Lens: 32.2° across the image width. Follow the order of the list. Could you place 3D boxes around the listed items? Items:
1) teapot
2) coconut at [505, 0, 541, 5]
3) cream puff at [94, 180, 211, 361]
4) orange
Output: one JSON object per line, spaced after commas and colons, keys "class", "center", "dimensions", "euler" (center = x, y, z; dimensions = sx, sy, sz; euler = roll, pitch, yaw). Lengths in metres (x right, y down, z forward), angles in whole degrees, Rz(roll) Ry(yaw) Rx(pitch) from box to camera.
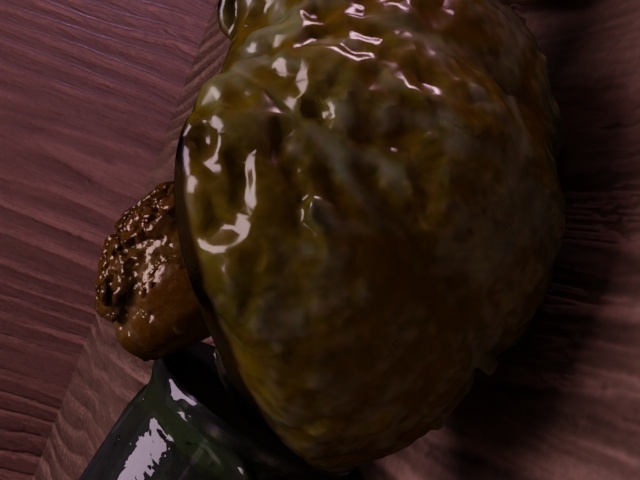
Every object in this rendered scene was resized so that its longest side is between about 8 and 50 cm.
{"class": "teapot", "center": [-0.129, 0.232, 0.907], "dimensions": [0.337, 0.200, 0.270], "euler": [-56, 16, 7]}
{"class": "coconut", "center": [0.096, -0.351, 0.807], "dimensions": [0.297, 0.297, 0.309], "euler": [-149, 76, -74]}
{"class": "cream puff", "center": [-0.091, 0.012, 0.807], "dimensions": [0.165, 0.115, 0.150], "euler": [-28, -1, -34]}
{"class": "orange", "center": [0.042, -0.048, 0.691], "dimensions": [0.210, 0.271, 0.368], "euler": [-10, 51, 22]}
